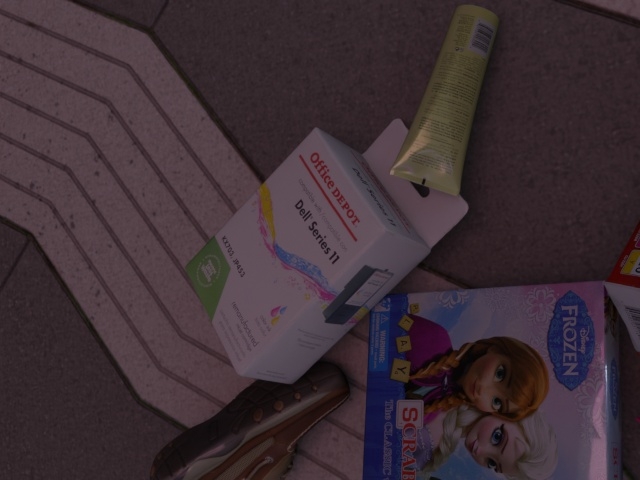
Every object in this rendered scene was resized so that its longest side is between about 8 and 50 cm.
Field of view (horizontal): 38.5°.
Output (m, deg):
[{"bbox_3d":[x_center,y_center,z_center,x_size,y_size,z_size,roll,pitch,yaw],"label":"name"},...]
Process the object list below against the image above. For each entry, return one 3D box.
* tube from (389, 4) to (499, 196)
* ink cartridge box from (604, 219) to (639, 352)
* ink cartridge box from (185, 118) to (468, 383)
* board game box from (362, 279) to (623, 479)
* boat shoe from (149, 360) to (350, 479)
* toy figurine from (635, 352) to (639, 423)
[{"bbox_3d":[0.166,-0.182,1.175,0.070,0.062,0.240,10,79,42],"label":"tube"},{"bbox_3d":[0.482,-0.015,0.899,0.272,0.130,0.309,12,58,44],"label":"ink cartridge box"},{"bbox_3d":[0.000,0.000,1.220,0.353,0.119,0.207,-46,53,17],"label":"ink cartridge box"},{"bbox_3d":[0.204,0.217,1.122,0.318,0.066,0.318,-7,73,33],"label":"board game box"},{"bbox_3d":[-0.088,0.286,1.307,0.324,0.123,0.116,-32,111,13],"label":"boat shoe"},{"bbox_3d":[0.407,0.148,1.070,0.130,0.173,0.159,2,113,-6],"label":"toy figurine"}]
